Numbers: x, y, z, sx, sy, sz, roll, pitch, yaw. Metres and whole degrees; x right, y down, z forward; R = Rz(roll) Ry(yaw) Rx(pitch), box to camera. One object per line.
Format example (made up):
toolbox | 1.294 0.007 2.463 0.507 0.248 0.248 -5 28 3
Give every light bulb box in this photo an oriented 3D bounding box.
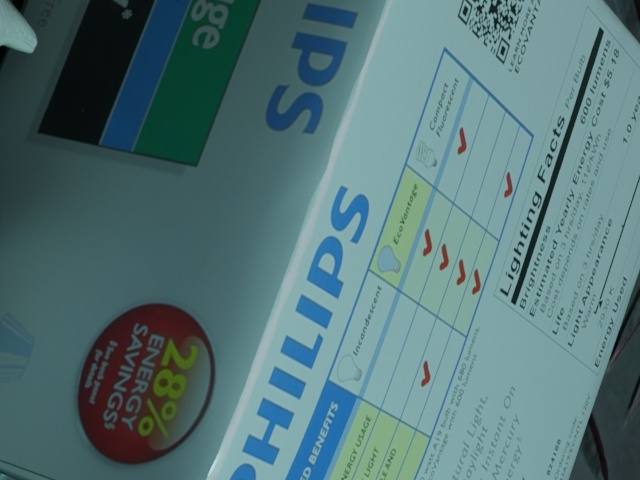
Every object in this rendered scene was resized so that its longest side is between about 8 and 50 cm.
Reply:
light bulb box | 0.000 0.000 1.022 0.361 0.225 0.358 34 73 -55

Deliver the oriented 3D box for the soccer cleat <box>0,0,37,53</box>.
soccer cleat | -0.211 0.019 0.809 0.143 0.116 0.331 36 71 -55
